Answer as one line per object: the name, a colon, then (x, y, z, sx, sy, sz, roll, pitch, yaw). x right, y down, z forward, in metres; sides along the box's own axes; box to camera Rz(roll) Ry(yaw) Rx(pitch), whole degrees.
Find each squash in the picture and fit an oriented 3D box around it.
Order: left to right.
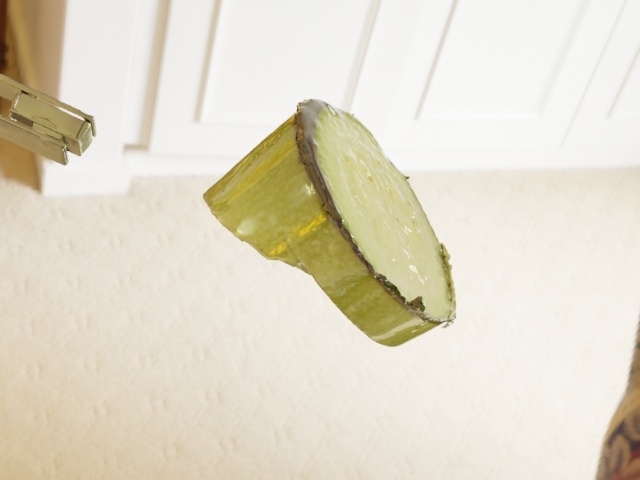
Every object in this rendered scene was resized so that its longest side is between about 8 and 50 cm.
squash: (0.013, 0.003, 0.884, 0.220, 0.133, 0.220, 47, 16, -18)

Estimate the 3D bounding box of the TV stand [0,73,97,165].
TV stand: (-0.314, -0.133, 0.925, 0.249, 0.036, 0.042, 24, 70, 1)
